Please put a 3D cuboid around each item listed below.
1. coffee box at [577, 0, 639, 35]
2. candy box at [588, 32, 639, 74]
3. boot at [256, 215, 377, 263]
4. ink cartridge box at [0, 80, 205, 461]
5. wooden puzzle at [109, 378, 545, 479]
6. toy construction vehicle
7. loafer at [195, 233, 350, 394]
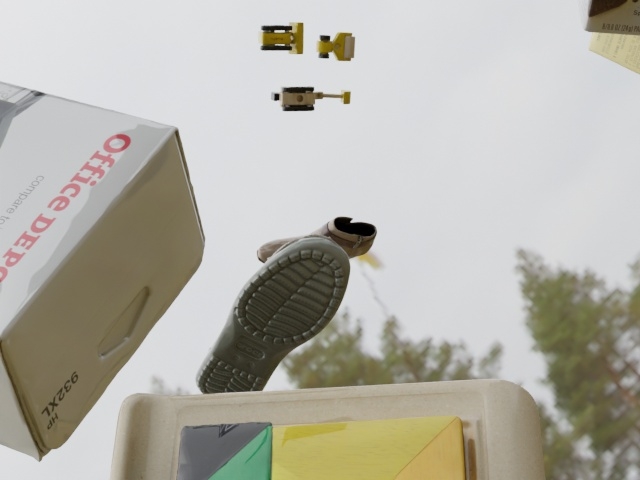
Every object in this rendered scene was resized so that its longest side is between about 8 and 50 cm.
[{"bbox_3d":[0.328,-0.331,1.190,0.119,0.168,0.297,-84,-3,-52],"label":"coffee box"},{"bbox_3d":[0.480,-0.194,1.521,0.183,0.316,0.087,-16,-51,-45],"label":"candy box"},{"bbox_3d":[0.000,0.000,1.490,0.118,0.042,0.087,-1,-23,-26],"label":"boot"},{"bbox_3d":[-0.273,-0.004,0.996,0.223,0.307,0.129,-56,-29,-37],"label":"ink cartridge box"},{"bbox_3d":[0.002,0.167,0.716,0.239,0.221,0.044,-1,-39,3],"label":"wooden puzzle"},{"bbox_3d":[-0.016,-0.170,1.343,0.098,0.035,0.086,-5,-78,-21],"label":"toy construction vehicle"},{"bbox_3d":[-0.051,0.071,1.426,0.251,0.094,0.087,-49,15,36],"label":"loafer"}]
